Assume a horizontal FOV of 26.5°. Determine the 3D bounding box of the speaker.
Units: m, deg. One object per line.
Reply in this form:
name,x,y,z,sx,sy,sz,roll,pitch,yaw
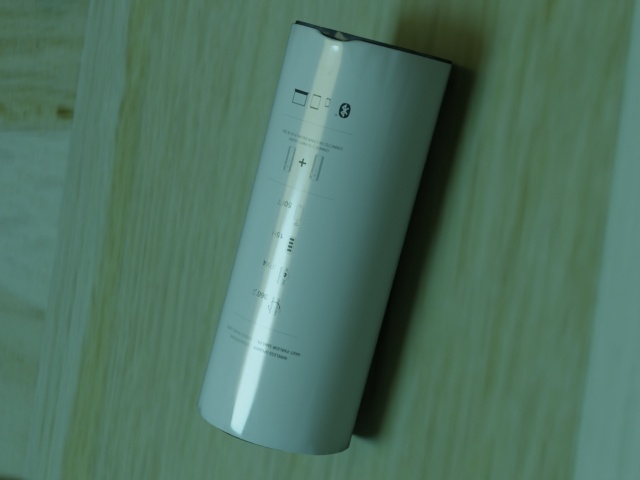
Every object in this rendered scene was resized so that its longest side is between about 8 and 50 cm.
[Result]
speaker,0.000,0.000,0.449,0.055,0.055,0.136,25,103,53
